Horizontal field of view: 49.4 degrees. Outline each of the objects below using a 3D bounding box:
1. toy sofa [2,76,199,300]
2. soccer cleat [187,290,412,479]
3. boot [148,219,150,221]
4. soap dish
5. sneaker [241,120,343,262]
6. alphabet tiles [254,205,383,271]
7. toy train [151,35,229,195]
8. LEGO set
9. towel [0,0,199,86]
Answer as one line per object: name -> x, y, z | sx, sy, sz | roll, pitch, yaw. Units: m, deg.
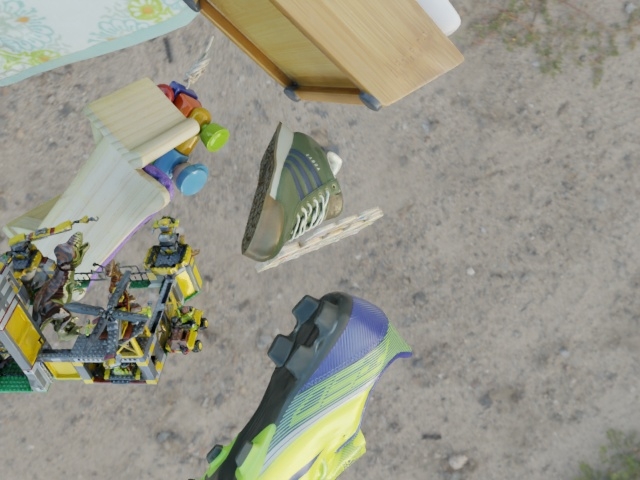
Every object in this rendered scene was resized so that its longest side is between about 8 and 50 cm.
toy sofa -> -0.339, -0.071, 1.116 | 0.177, 0.150, 0.362 | 47, 128, -4
soccer cleat -> -0.022, 0.181, 0.572 | 0.121, 0.093, 0.289 | 33, 83, -20
boot -> -0.452, -0.066, 1.573 | 0.114, 0.106, 0.037 | 43, 138, 0
soap dish -> -0.017, -0.239, 0.708 | 0.229, 0.291, 0.118 | 39, 85, -25
sneaker -> -0.016, -0.042, 0.658 | 0.086, 0.192, 0.064 | 22, 126, -13
alphabet tiles -> 0.000, 0.000, 1.494 | 0.284, 0.278, 0.021 | -22, 85, -32
toy train -> -0.207, -0.208, 1.173 | 0.143, 0.105, 0.248 | 40, 101, 22
LEGO set -> -0.315, 0.048, 0.850 | 0.331, 0.255, 0.192 | 4, 135, 16
towel -> -0.360, -0.305, 0.794 | 0.374, 0.320, 0.090 | -15, 76, 16
